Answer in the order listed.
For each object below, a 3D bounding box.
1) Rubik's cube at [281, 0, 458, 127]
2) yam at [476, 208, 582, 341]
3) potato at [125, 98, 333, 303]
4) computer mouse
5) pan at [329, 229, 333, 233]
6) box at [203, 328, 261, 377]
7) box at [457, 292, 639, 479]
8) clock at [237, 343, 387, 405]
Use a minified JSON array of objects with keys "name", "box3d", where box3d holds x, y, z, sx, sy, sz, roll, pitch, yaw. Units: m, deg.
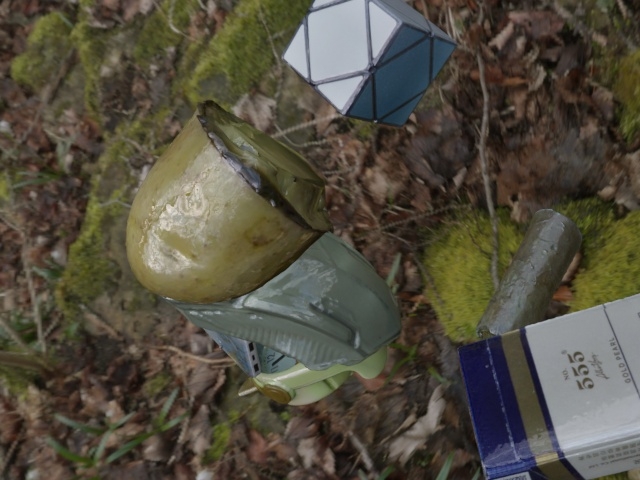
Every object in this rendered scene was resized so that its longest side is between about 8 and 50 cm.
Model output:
[{"name":"Rubik's cube","box3d":[0.091,-0.359,1.647,0.207,0.205,0.205,46,116,30]},{"name":"yam","box3d":[0.335,0.076,1.413,0.093,0.093,0.259,28,66,14]},{"name":"potato","box3d":[-0.120,-0.029,1.043,0.242,0.285,0.243,0,105,1]},{"name":"computer mouse","box3d":[-0.071,0.056,1.382,0.428,0.228,0.145,17,135,10]},{"name":"pan","box3d":[0.003,0.000,1.968,0.040,0.212,0.115,6,109,-8]},{"name":"box","box3d":[-0.220,0.165,1.843,0.044,0.142,0.285,-30,47,-24]},{"name":"box","box3d":[0.274,0.149,0.869,0.259,0.071,0.168,-19,40,13]},{"name":"clock","box3d":[-0.026,0.231,1.909,0.348,0.286,0.117,-28,121,19]}]
